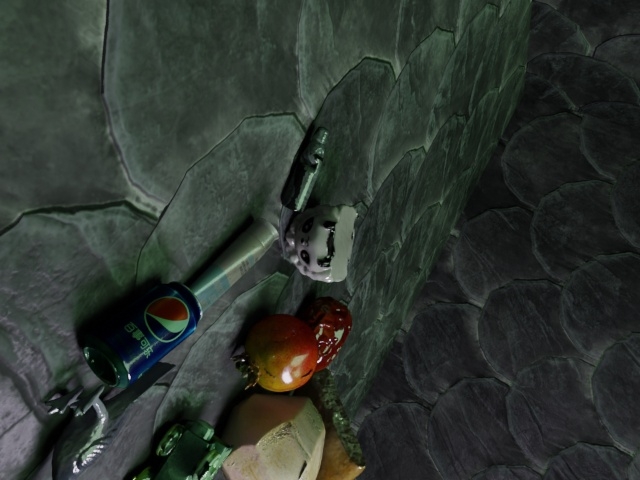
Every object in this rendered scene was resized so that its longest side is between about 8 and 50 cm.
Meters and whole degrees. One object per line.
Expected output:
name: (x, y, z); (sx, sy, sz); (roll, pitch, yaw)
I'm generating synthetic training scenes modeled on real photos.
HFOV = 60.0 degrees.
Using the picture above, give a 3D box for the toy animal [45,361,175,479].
toy animal: (-0.418, 0.333, 1.021); (0.367, 0.081, 0.206); (-58, 155, -33)

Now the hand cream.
hand cream: (-0.214, 0.076, 1.200); (0.312, 0.070, 0.111); (-49, 159, -23)

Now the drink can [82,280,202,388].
drink can: (-0.316, 0.164, 1.002); (0.205, 0.118, 0.118); (-42, 150, -45)

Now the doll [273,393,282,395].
doll: (-0.140, 0.570, 1.945); (0.093, 0.051, 0.062); (90, 6, -54)

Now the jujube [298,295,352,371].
jujube: (-0.003, 0.303, 1.788); (0.250, 0.174, 0.174); (-55, 157, -6)

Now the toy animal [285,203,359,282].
toy animal: (0.000, 0.000, 1.477); (0.204, 0.155, 0.208); (-2, 100, -62)

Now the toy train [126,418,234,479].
toy train: (-0.344, 0.573, 1.362); (0.272, 0.159, 0.188); (-57, 167, -14)

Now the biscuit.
biscuit: (-0.049, 0.689, 1.888); (0.104, 0.429, 0.446); (19, 123, -33)

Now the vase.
vase: (-0.031, -0.174, 1.334); (0.060, 0.059, 0.212); (0, 114, -66)

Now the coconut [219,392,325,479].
coconut: (-0.145, 0.617, 1.663); (0.352, 0.352, 0.353); (-48, 154, -33)

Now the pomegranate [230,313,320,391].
pomegranate: (-0.117, 0.308, 1.499); (0.235, 0.210, 0.210); (-24, 142, -21)
